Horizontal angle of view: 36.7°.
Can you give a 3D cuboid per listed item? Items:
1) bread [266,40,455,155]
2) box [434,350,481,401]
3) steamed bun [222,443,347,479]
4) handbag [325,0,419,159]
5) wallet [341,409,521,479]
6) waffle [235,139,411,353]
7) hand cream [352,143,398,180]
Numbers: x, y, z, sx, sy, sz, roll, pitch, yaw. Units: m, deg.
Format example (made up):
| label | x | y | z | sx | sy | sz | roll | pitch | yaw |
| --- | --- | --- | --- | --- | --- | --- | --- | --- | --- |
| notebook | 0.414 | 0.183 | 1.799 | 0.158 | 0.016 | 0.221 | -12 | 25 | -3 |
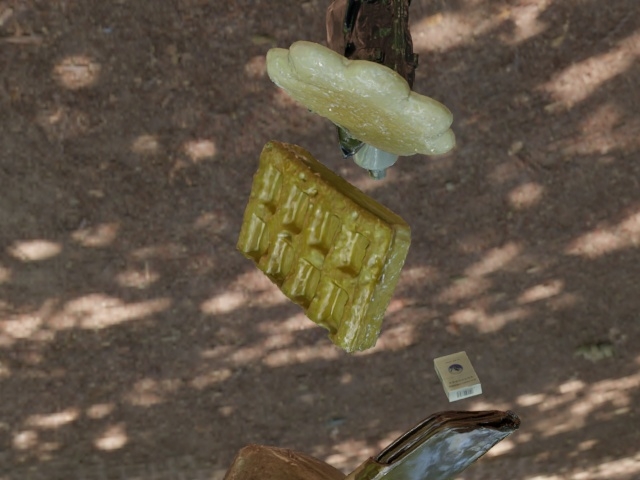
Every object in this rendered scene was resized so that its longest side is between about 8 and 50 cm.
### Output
| label | x | y | z | sx | sy | sz | roll | pitch | yaw |
| --- | --- | --- | --- | --- | --- | --- | --- | --- | --- |
| bread | 0.057 | -0.160 | 1.144 | 0.251 | 0.039 | 0.182 | 29 | 169 | -34 |
| box | 0.215 | 0.213 | 1.521 | 0.054 | 0.083 | 0.024 | -16 | 123 | -2 |
| steamed bun | -0.023 | 0.443 | 1.340 | 0.301 | 0.251 | 0.199 | 37 | 173 | -13 |
| handbag | 0.066 | -0.260 | 1.307 | 0.088 | 0.254 | 0.211 | 3 | 167 | -20 |
| wallet | 0.051 | 0.171 | 0.683 | 0.095 | 0.026 | 0.176 | 12 | 133 | -45 |
| waffle | 0.000 | 0.000 | 1.196 | 0.057 | 0.274 | 0.168 | -1 | 118 | -38 |
| hand cream | 0.076 | -0.234 | 1.539 | 0.078 | 0.124 | 0.341 | -28 | 134 | -18 |
